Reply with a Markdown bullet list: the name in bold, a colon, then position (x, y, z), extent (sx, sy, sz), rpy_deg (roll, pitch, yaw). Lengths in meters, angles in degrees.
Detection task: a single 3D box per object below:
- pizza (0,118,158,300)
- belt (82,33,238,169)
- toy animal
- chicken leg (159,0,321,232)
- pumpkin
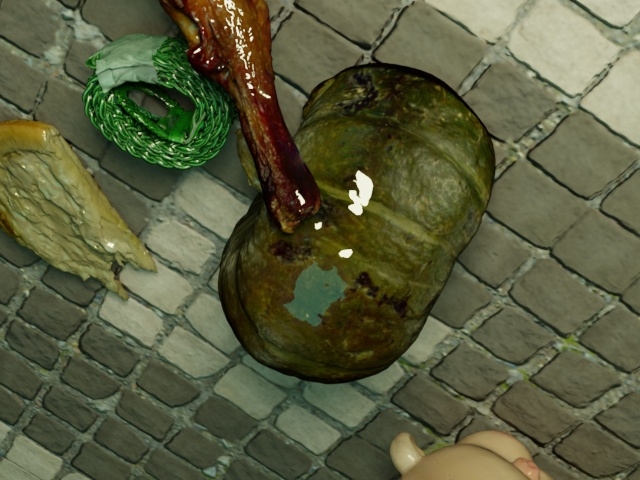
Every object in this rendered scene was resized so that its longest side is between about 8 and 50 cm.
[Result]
- **pizza**: position (-0.293, -0.022, 1.522), extent (0.181, 0.034, 0.262), rpy_deg (-19, 121, 38)
- **belt**: position (-0.151, -0.140, 1.308), extent (0.151, 0.079, 0.121), rpy_deg (17, 128, -5)
- **toy animal**: position (0.178, 0.307, 1.494), extent (0.345, 0.277, 0.247), rpy_deg (15, 128, 62)
- **chicken leg**: position (-0.094, -0.199, 1.143), extent (0.096, 0.158, 0.407), rpy_deg (-26, 95, 13)
- **pumpkin**: position (0.000, 0.000, 1.256), extent (0.242, 0.232, 0.325), rpy_deg (31, 135, 0)
